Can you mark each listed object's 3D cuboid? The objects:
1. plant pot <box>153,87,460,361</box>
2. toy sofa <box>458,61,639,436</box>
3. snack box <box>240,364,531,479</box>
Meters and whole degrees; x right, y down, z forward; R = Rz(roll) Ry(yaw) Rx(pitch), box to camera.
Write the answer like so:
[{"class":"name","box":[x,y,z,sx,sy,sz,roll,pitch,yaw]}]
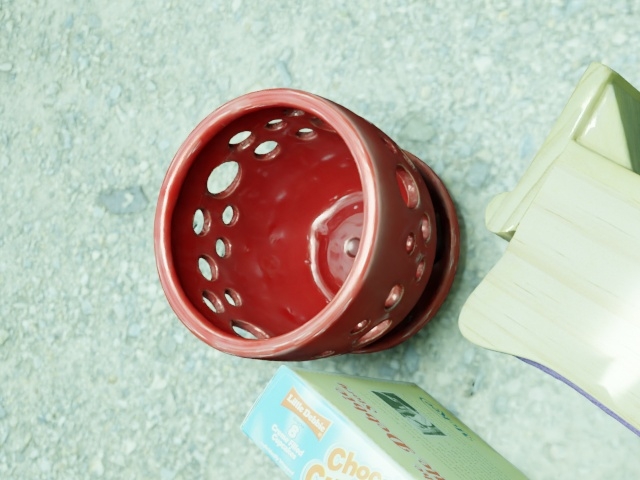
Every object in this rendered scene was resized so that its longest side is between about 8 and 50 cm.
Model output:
[{"class":"plant pot","box":[0.000,0.000,0.860,0.191,0.174,0.191,-7,76,31]},{"class":"toy sofa","box":[0.258,0.062,0.605,0.362,0.150,0.177,35,99,43]},{"class":"snack box","box":[0.114,0.200,0.741,0.322,0.187,0.060,39,101,32]}]
